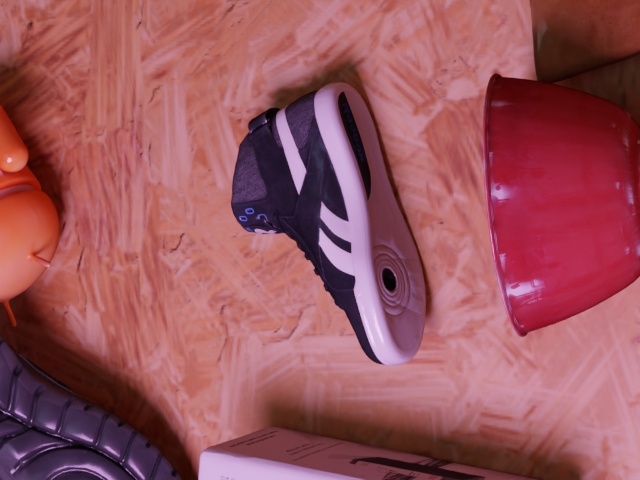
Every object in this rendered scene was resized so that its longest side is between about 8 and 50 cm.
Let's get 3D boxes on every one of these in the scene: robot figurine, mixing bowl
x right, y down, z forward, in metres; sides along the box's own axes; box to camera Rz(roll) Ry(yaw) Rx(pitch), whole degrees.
[{"bbox_3d":[-0.300,-0.036,1.561,0.158,0.128,0.219,-39,75,0],"label":"robot figurine"},{"bbox_3d":[0.175,-0.030,1.287,0.098,0.181,0.181,-6,93,14],"label":"mixing bowl"}]

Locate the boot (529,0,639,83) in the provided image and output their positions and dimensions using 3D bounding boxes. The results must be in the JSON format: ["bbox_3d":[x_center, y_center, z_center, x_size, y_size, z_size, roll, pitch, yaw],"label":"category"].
[{"bbox_3d":[0.265,-0.142,1.258,0.280,0.096,0.264,-10,91,30],"label":"boot"}]

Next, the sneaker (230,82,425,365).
[{"bbox_3d":[0.000,0.000,1.436,0.121,0.079,0.217,-20,78,32],"label":"sneaker"}]

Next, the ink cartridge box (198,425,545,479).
[{"bbox_3d":[0.047,0.263,1.412,0.273,0.114,0.197,8,99,28],"label":"ink cartridge box"}]

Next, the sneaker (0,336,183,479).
[{"bbox_3d":[-0.222,0.171,1.559,0.125,0.139,0.341,-45,91,-8],"label":"sneaker"}]
